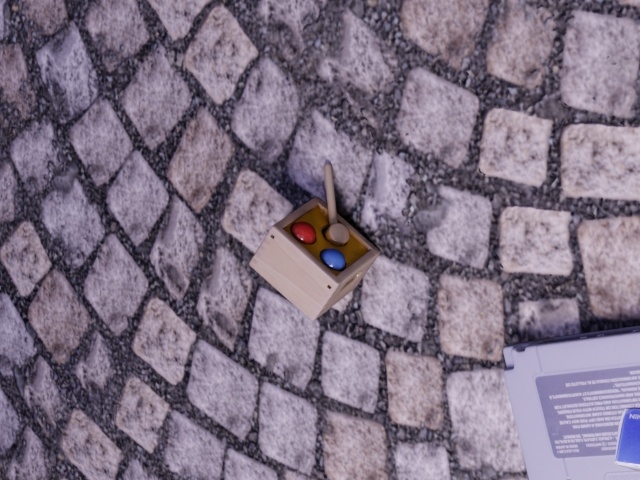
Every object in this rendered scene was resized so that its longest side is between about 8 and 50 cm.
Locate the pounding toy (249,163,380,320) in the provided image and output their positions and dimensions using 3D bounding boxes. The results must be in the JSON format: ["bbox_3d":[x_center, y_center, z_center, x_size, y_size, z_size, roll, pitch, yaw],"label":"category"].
[{"bbox_3d":[0.000,0.000,2.046,0.130,0.141,0.100,41,127,10],"label":"pounding toy"}]

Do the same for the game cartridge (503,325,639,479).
[{"bbox_3d":[0.343,0.194,1.815,0.294,0.060,0.196,-11,90,45],"label":"game cartridge"}]

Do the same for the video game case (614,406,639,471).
[{"bbox_3d":[0.449,0.216,1.541,0.269,0.244,0.061,5,77,34],"label":"video game case"}]
